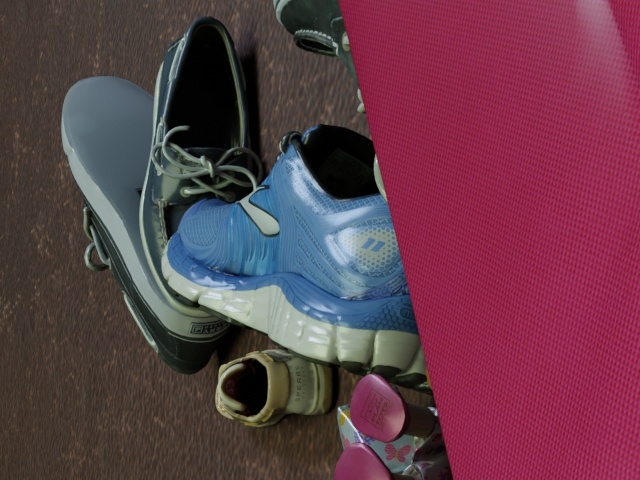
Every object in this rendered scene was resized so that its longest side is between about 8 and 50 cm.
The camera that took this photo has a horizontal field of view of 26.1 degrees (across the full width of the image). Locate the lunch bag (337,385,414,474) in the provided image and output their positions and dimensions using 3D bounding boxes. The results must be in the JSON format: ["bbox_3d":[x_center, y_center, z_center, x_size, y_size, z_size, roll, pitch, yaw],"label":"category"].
[{"bbox_3d":[0.048,0.146,0.863,0.071,0.053,0.083,-123,19,-50],"label":"lunch bag"}]

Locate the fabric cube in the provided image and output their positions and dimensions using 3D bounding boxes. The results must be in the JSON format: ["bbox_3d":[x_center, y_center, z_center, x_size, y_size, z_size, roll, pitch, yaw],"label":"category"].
[{"bbox_3d":[0.179,-0.049,0.397,0.259,0.254,0.258,-52,42,49],"label":"fabric cube"}]

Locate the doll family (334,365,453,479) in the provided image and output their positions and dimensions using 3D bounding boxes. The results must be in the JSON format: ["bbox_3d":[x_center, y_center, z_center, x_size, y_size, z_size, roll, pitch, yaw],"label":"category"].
[{"bbox_3d":[0.119,0.026,0.582,0.118,0.163,0.263,5,81,50],"label":"doll family"}]

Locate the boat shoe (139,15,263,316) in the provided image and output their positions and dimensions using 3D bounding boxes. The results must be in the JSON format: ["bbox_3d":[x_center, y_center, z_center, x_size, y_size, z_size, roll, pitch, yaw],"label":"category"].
[{"bbox_3d":[-0.096,-0.065,1.148,0.079,0.095,0.254,124,152,-63],"label":"boat shoe"}]

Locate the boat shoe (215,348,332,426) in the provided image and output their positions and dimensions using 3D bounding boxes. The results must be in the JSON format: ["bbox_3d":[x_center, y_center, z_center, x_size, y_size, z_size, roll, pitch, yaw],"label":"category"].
[{"bbox_3d":[-0.051,0.111,1.060,0.170,0.059,0.063,-23,66,61],"label":"boat shoe"}]

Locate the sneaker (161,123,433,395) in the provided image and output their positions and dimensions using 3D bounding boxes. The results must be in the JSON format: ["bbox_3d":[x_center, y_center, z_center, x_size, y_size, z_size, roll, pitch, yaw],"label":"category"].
[{"bbox_3d":[0.000,0.000,0.935,0.330,0.130,0.147,15,86,60],"label":"sneaker"}]

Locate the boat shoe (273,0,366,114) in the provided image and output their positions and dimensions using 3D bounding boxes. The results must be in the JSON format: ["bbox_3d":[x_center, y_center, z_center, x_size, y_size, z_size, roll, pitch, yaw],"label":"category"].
[{"bbox_3d":[0.062,-0.113,0.792,0.335,0.121,0.119,15,95,61],"label":"boat shoe"}]

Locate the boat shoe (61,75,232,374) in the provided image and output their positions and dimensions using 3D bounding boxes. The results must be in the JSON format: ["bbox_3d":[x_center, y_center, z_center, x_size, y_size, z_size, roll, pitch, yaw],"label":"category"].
[{"bbox_3d":[-0.159,-0.017,1.247,0.306,0.113,0.105,56,144,29],"label":"boat shoe"}]

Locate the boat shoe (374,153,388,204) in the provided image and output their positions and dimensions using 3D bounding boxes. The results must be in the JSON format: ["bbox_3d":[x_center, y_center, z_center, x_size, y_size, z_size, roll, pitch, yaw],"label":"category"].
[{"bbox_3d":[0.117,0.024,0.708,0.079,0.081,0.227,-43,65,7],"label":"boat shoe"}]
